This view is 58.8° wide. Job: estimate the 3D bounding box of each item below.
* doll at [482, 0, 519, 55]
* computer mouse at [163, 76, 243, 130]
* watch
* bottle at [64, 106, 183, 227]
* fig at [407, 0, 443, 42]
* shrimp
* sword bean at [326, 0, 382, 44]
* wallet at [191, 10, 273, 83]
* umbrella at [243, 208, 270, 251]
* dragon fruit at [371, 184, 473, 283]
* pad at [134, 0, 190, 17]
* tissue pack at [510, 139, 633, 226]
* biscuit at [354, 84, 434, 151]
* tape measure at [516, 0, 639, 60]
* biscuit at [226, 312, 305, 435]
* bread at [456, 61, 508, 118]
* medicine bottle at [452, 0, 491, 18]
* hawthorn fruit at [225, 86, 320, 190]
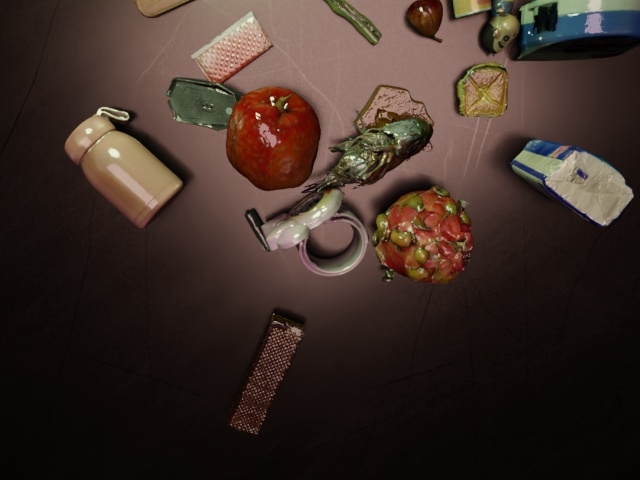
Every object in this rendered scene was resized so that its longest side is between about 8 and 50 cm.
[{"bbox_3d":[0.463,-0.556,1.428,0.088,0.102,0.180,29,114,38],"label":"doll"},{"bbox_3d":[-0.300,-0.365,1.500,0.230,0.071,0.126,10,120,9],"label":"computer mouse"},{"bbox_3d":[0.000,0.000,1.540,0.248,0.211,0.218,-34,111,1],"label":"watch"},{"bbox_3d":[-0.514,-0.199,1.506,0.297,0.173,0.206,43,71,-8],"label":"bottle"},{"bbox_3d":[0.273,-0.548,1.439,0.088,0.089,0.125,-23,124,7],"label":"fig"},{"bbox_3d":[0.109,-0.233,1.471,0.371,0.137,0.172,-20,70,-4],"label":"shrimp"},{"bbox_3d":[0.045,-0.596,1.446,0.269,0.038,0.043,35,78,-8],"label":"sword bean"},{"bbox_3d":[-0.230,-0.496,1.485,0.196,0.020,0.103,-34,101,9],"label":"wallet"},{"bbox_3d":[-0.171,-0.028,1.608,0.036,0.031,0.133,-25,104,9],"label":"umbrella"},{"bbox_3d":[0.266,-0.001,1.475,0.268,0.291,0.251,-14,110,6],"label":"dragon fruit"},{"bbox_3d":[-0.378,-0.742,1.420,0.286,0.018,0.284,-21,103,7],"label":"pad"},{"bbox_3d":[0.626,-0.160,1.434,0.209,0.270,0.137,32,104,-7],"label":"tissue pack"},{"bbox_3d":[0.211,-0.303,1.522,0.215,0.034,0.182,33,107,-9],"label":"biscuit"},{"bbox_3d":[0.629,-0.524,1.350,0.259,0.262,0.138,-3,95,1],"label":"tape measure"},{"bbox_3d":[-0.165,0.402,1.706,0.107,0.073,0.389,22,105,-7],"label":"biscuit"},{"bbox_3d":[0.420,-0.389,1.478,0.127,0.069,0.140,-5,109,3],"label":"bread"},{"bbox_3d":[0.339,-0.764,1.362,0.108,0.108,0.427,-12,107,4],"label":"medicine bottle"},{"bbox_3d":[-0.119,-0.254,1.429,0.258,0.258,0.262,-18,127,6],"label":"hawthorn fruit"}]
